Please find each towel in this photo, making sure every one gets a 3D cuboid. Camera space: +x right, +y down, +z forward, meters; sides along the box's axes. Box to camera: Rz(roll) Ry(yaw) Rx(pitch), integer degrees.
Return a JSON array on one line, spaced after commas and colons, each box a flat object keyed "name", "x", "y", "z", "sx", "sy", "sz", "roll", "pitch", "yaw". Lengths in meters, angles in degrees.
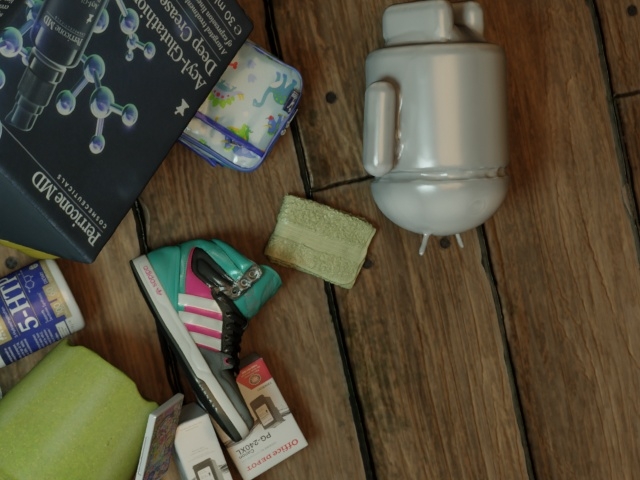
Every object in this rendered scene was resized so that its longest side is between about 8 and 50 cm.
[{"name": "towel", "x": 0.000, "y": 0.000, "z": 1.980, "sx": 0.148, "sy": 0.027, "sz": 0.110, "roll": 20, "pitch": 88, "yaw": -15}]

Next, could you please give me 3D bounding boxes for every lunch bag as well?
[{"name": "lunch bag", "x": -0.146, "y": -0.206, "z": 1.899, "sx": 0.219, "sy": 0.090, "sz": 0.176, "roll": 33, "pitch": 88, "yaw": -13}]

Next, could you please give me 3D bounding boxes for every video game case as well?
[{"name": "video game case", "x": -0.216, "y": 0.272, "z": 1.810, "sx": 0.011, "sy": 0.087, "sz": 0.122, "roll": 19, "pitch": 109, "yaw": 15}]

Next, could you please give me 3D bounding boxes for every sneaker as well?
[{"name": "sneaker", "x": -0.122, "y": 0.116, "z": 1.884, "sx": 0.178, "sy": 0.124, "sz": 0.296, "roll": -27, "pitch": 76, "yaw": -11}]

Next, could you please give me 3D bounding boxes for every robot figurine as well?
[{"name": "robot figurine", "x": 0.167, "y": -0.160, "z": 1.923, "sx": 0.299, "sy": 0.199, "sz": 0.354, "roll": -6, "pitch": 95, "yaw": -43}]

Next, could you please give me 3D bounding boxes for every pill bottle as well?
[{"name": "pill bottle", "x": -0.423, "y": 0.108, "z": 1.834, "sx": 0.186, "sy": 0.112, "sz": 0.112, "roll": -27, "pitch": 100, "yaw": -12}]

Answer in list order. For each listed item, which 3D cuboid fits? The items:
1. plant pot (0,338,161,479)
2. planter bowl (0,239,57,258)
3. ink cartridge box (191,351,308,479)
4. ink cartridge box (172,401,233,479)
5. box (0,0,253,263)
[{"name": "plant pot", "x": -0.350, "y": 0.281, "z": 1.808, "sx": 0.276, "sy": 0.276, "sz": 0.254, "roll": 41, "pitch": 72, "yaw": -13}, {"name": "planter bowl", "x": -0.362, "y": -0.040, "z": 1.828, "sx": 0.217, "sy": 0.217, "sz": 0.090, "roll": -20, "pitch": 134, "yaw": -12}, {"name": "ink cartridge box", "x": -0.100, "y": 0.254, "z": 1.952, "sx": 0.109, "sy": 0.063, "sz": 0.151, "roll": -30, "pitch": 100, "yaw": -11}, {"name": "ink cartridge box", "x": -0.165, "y": 0.328, "z": 1.920, "sx": 0.060, "sy": 0.104, "sz": 0.180, "roll": -22, "pitch": 99, "yaw": -14}, {"name": "box", "x": -0.315, "y": -0.225, "z": 1.642, "sx": 0.396, "sy": 0.212, "sz": 0.293, "roll": -58, "pitch": 138, "yaw": -20}]
